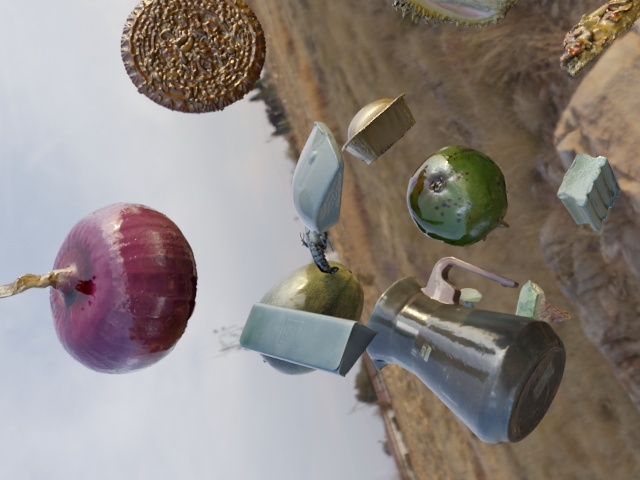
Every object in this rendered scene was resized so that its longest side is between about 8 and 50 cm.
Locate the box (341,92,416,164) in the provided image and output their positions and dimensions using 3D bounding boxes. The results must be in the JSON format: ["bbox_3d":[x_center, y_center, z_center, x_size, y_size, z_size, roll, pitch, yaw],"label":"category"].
[{"bbox_3d":[0.124,-0.245,1.471,0.111,0.177,0.111,47,174,6],"label":"box"}]

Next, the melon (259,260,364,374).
[{"bbox_3d":[-0.033,0.199,1.781,0.248,0.329,0.248,45,174,6],"label":"melon"}]

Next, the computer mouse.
[{"bbox_3d":[-0.009,-0.107,1.260,0.231,0.079,0.128,96,156,-46],"label":"computer mouse"}]

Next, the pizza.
[{"bbox_3d":[0.636,-0.489,1.612,0.074,0.287,0.251,48,177,-6],"label":"pizza"}]

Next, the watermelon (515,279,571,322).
[{"bbox_3d":[0.584,0.201,1.792,0.158,0.121,0.098,39,178,-11],"label":"watermelon"}]

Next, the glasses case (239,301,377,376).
[{"bbox_3d":[-0.036,0.159,1.176,0.266,0.105,0.056,4,134,48],"label":"glasses case"}]

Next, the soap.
[{"bbox_3d":[0.571,-0.102,1.441,0.063,0.115,0.198,27,179,34],"label":"soap"}]

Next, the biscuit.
[{"bbox_3d":[-0.262,-0.405,1.419,0.038,0.305,0.305,123,129,-76],"label":"biscuit"}]

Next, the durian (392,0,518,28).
[{"bbox_3d":[0.225,-0.445,1.117,0.138,0.249,0.183,-135,46,-76],"label":"durian"}]

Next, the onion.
[{"bbox_3d":[-0.423,0.096,1.403,0.345,0.358,0.358,16,-126,-72],"label":"onion"}]

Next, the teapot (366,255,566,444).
[{"bbox_3d":[0.287,0.202,1.348,0.344,0.300,0.253,25,-175,37],"label":"teapot"}]

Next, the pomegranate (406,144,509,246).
[{"bbox_3d":[0.261,-0.070,1.235,0.224,0.181,0.182,29,-143,-55],"label":"pomegranate"}]

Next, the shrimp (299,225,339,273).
[{"bbox_3d":[-0.002,0.002,1.676,0.076,0.082,0.174,-19,-88,-51],"label":"shrimp"}]

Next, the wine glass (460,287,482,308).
[{"bbox_3d":[0.383,0.204,1.779,0.073,0.073,0.155,-105,13,-62],"label":"wine glass"}]
